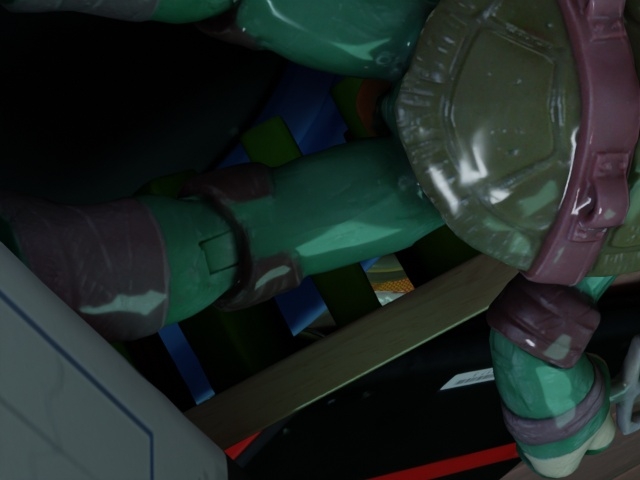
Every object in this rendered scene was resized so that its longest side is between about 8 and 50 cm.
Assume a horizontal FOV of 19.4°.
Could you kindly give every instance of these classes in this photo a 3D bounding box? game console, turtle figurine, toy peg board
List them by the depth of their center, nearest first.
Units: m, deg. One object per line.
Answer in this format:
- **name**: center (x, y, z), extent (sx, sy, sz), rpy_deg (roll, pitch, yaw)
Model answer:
- **turtle figurine**: center (0.039, -0.033, 0.437), extent (0.234, 0.175, 0.118), rpy_deg (-1, 170, -24)
- **toy peg board**: center (-0.014, 0.014, 0.589), extent (0.161, 0.079, 0.160), rpy_deg (-28, 176, -1)
- **game console**: center (0.020, 0.143, 1.237), extent (0.386, 0.060, 0.342), rpy_deg (-6, 147, -47)

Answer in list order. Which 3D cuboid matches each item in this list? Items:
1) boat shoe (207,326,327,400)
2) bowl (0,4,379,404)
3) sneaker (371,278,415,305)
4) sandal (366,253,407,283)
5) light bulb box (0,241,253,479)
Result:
- **boat shoe**: center (-0.037, 0.059, 0.931), extent (0.049, 0.056, 0.152), rpy_deg (-38, 168, 16)
- **bowl**: center (-0.142, 0.007, 0.600), extent (0.391, 0.077, 0.391), rpy_deg (-25, 160, -10)
- **sneaker**: center (0.000, 0.000, 0.834), extent (0.175, 0.064, 0.067), rpy_deg (-14, 136, -42)
- **sandal**: center (0.060, -0.035, 0.789), extent (0.180, 0.072, 0.049), rpy_deg (-17, 143, -29)
- **light bulb box**: center (-0.187, 0.158, 0.395), extent (0.358, 0.225, 0.361), rpy_deg (-12, 145, 20)
